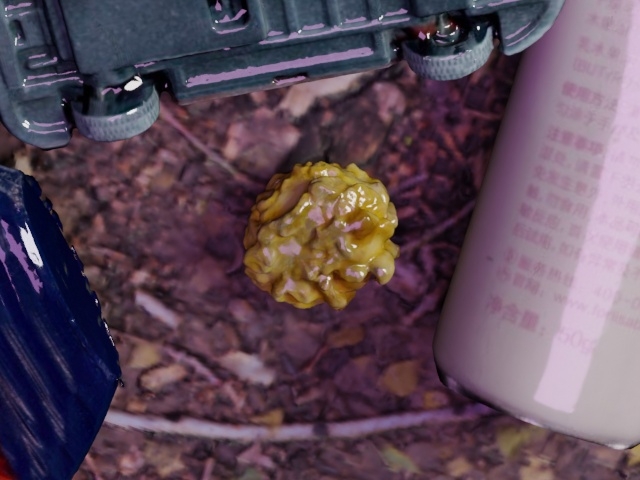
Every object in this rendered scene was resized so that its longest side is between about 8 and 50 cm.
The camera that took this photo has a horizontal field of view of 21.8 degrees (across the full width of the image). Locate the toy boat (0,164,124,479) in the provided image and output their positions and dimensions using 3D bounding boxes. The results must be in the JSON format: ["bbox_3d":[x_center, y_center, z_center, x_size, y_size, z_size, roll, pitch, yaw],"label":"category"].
[{"bbox_3d":[-0.238,0.087,0.836,0.318,0.072,0.219,-40,110,17],"label":"toy boat"}]

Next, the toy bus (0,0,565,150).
[{"bbox_3d":[-0.025,-0.134,0.757,0.265,0.120,0.121,-11,124,2],"label":"toy bus"}]

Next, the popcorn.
[{"bbox_3d":[0.000,0.000,0.846,0.082,0.057,0.083,-17,113,7],"label":"popcorn"}]

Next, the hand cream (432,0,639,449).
[{"bbox_3d":[0.165,-0.074,0.803,0.186,0.118,0.358,19,102,-6],"label":"hand cream"}]
